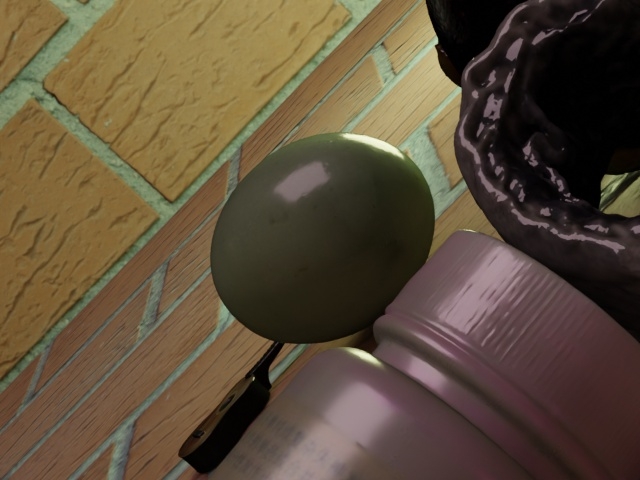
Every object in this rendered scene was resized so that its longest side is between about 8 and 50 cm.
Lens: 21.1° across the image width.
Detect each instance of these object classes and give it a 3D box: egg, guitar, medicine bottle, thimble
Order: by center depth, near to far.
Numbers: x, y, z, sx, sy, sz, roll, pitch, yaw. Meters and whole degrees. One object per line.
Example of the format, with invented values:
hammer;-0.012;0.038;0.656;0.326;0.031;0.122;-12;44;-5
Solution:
medicine bottle;0.027;0.192;0.995;0.378;0.213;0.213;-49;12;-9
thimble;0.205;-0.050;1.056;0.217;0.157;0.245;-41;47;14
egg;0.000;0.000;1.758;0.283;0.203;0.203;-36;16;44
guitar;-0.063;0.142;1.916;0.271;0.038;0.084;-53;13;-16

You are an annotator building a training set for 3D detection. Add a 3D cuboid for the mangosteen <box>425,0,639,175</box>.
mangosteen;0.237;-0.199;1.445;0.300;0.300;0.300;-45;12;12
